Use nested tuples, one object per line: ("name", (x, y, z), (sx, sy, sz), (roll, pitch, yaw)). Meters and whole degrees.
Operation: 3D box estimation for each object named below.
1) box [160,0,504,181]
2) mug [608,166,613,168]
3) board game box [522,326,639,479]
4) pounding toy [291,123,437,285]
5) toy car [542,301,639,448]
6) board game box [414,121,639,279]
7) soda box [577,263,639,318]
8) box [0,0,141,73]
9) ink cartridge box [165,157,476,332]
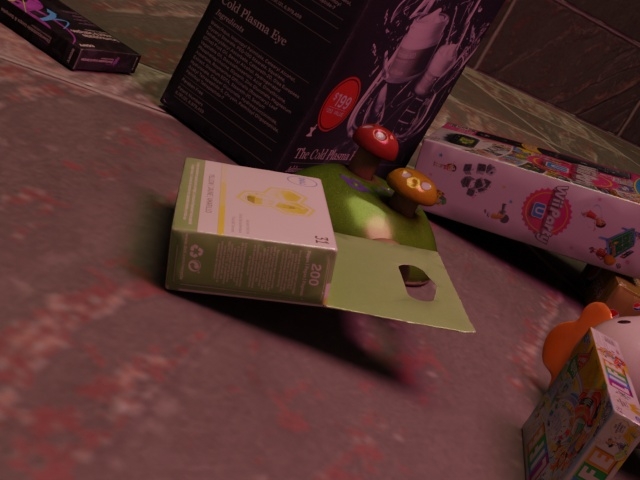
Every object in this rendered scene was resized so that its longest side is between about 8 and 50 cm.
("box", (0.035, -0.242, 1.179), (0.179, 0.313, 0.343), (37, 20, 21))
("mug", (0.510, -0.041, 1.738), (0.113, 0.150, 0.169), (-3, -7, 34))
("board game box", (0.187, 0.136, 0.728), (0.026, 0.103, 0.154), (29, 18, 0))
("pounding toy", (0.051, -0.045, 1.001), (0.183, 0.110, 0.237), (32, 18, 11))
("toy car", (0.301, 0.111, 0.850), (0.238, 0.210, 0.219), (26, 3, 32))
("board game box", (0.283, -0.061, 1.311), (0.303, 0.098, 0.224), (18, 17, 11))
("soda box", (0.373, 0.064, 1.267), (0.058, 0.061, 0.181), (30, 18, -1))
("box", (-0.297, -0.241, 1.134), (0.162, 0.029, 0.116), (36, 19, 15))
("ink cartridge box", (0.000, 0.000, 0.800), (0.235, 0.056, 0.171), (8, 21, -7))
